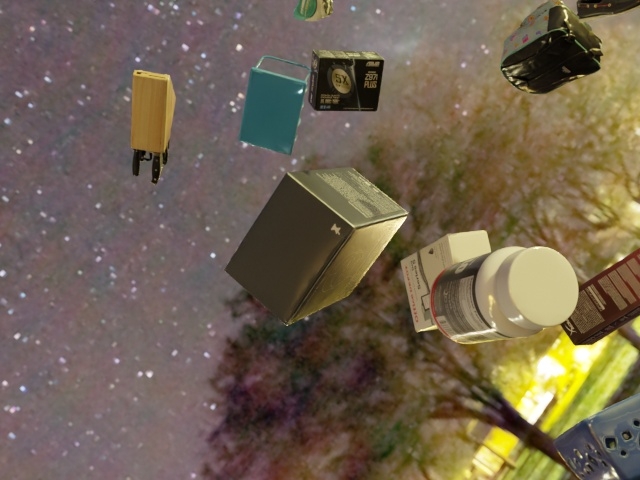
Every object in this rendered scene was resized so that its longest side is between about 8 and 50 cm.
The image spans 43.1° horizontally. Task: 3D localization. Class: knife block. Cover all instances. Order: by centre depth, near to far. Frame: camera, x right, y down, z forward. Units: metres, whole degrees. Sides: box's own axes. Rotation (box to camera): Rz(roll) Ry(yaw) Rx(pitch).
[{"bbox_3d":[-0.436,-0.279,2.074,0.275,0.088,0.242,127,150,-80],"label":"knife block"}]

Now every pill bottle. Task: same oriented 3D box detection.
[{"bbox_3d":[0.325,0.099,1.463,0.161,0.161,0.283,-49,7,-20],"label":"pill bottle"}]

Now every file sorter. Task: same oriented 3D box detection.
[{"bbox_3d":[-0.094,-0.292,1.734,0.104,0.118,0.170,-71,-4,-57],"label":"file sorter"}]

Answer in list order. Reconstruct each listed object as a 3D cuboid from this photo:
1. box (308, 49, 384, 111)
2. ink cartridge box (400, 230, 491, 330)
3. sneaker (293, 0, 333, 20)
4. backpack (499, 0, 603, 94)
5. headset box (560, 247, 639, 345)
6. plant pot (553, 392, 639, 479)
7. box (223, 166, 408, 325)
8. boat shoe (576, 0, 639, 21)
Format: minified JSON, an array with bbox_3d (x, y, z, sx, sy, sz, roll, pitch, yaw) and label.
[{"bbox_3d":[0.067,-0.426,2.163,0.180,0.077,0.147,-1,-62,-16],"label":"box"},{"bbox_3d":[0.321,0.108,2.026,0.115,0.198,0.273,-6,-13,-21],"label":"ink cartridge box"},{"bbox_3d":[-0.042,-0.719,2.149,0.107,0.110,0.275,11,-108,-73],"label":"sneaker"},{"bbox_3d":[0.483,-0.407,1.734,0.188,0.166,0.144,-33,40,43],"label":"backpack"},{"bbox_3d":[0.687,0.117,1.824,0.293,0.110,0.218,-37,-22,21],"label":"headset box"},{"bbox_3d":[0.725,0.500,1.906,0.236,0.212,0.236,-20,-23,-13],"label":"plant pot"},{"bbox_3d":[0.000,0.000,1.989,0.293,0.212,0.395,-55,-15,19],"label":"box"},{"bbox_3d":[0.517,-0.422,1.442,0.049,0.133,0.042,-34,-66,-35],"label":"boat shoe"}]
